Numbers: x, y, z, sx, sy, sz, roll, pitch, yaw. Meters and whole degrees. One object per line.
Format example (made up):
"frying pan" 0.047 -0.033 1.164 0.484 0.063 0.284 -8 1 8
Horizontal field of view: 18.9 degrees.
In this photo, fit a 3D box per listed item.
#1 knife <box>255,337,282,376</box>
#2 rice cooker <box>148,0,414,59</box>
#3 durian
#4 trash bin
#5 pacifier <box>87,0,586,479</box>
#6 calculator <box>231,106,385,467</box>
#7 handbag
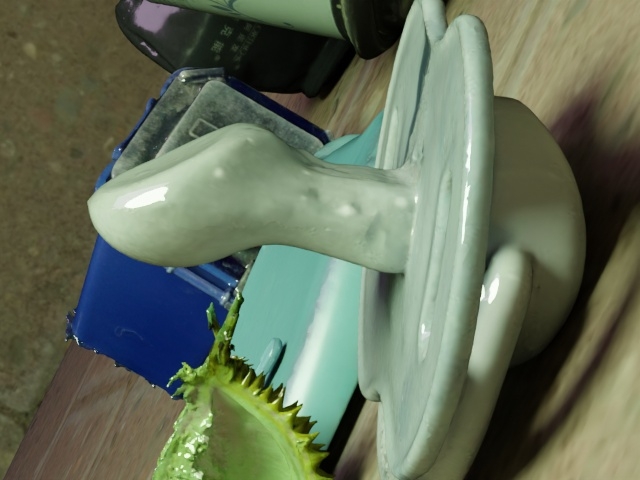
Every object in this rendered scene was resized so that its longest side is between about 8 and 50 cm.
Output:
"knife" -0.044 0.097 1.103 0.096 0.010 0.027 -62 13 17
"rice cooker" -0.015 -0.280 1.442 0.316 0.316 0.264 -117 37 -78
"durian" -0.049 0.131 0.989 0.086 0.100 0.215 24 99 47
"trash bin" -0.097 0.010 1.431 0.184 0.162 0.234 -59 1 -39
"pacifier" 0.000 0.000 0.850 0.279 0.207 0.227 -112 33 -78
"calculator" -0.023 0.086 1.182 0.386 0.054 0.256 -69 12 -13
"handbag" -0.002 -0.259 1.741 0.178 0.275 0.302 42 107 34
